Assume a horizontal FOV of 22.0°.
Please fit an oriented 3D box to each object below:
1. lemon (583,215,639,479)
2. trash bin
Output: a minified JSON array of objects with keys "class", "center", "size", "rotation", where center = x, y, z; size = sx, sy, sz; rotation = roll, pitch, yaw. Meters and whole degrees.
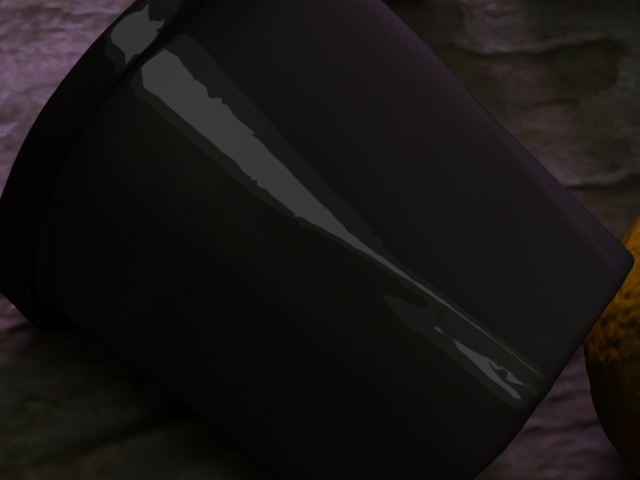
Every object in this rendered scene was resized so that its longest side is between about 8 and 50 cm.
[{"class":"lemon","center":[0.243,0.052,0.895],"size":[0.188,0.188,0.256],"rotation":[31,45,2]},{"class":"trash bin","center":[0.000,0.000,0.820],"size":[0.250,0.219,0.220],"rotation":[41,52,2]}]
